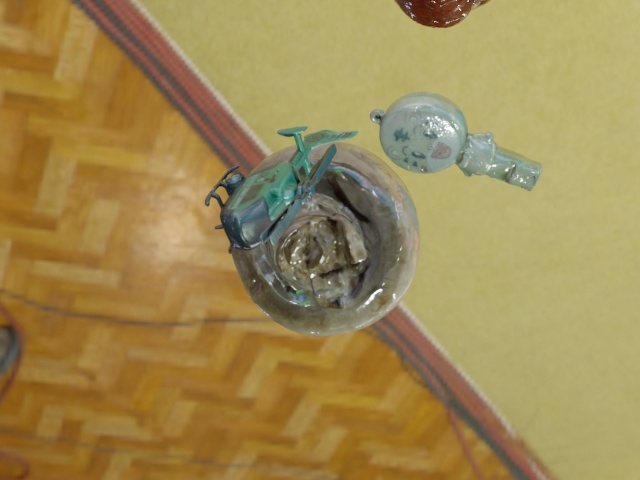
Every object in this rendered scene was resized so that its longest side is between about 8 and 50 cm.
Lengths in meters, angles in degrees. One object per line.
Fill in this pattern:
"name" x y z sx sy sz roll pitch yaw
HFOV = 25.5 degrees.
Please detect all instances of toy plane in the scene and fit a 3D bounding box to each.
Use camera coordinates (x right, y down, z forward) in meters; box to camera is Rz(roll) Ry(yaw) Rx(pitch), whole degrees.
"toy plane" -0.041 -0.054 1.379 0.096 0.235 0.060 -12 116 28

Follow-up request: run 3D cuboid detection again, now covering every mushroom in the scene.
"mushroom" 0.000 0.000 1.603 0.226 0.178 0.226 7 108 21

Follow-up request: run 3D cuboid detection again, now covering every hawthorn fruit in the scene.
"hawthorn fruit" 0.123 -0.353 1.674 0.162 0.203 0.163 -29 144 -24

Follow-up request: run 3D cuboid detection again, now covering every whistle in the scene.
"whistle" 0.191 -0.137 2.007 0.258 0.067 0.126 21 132 -4
